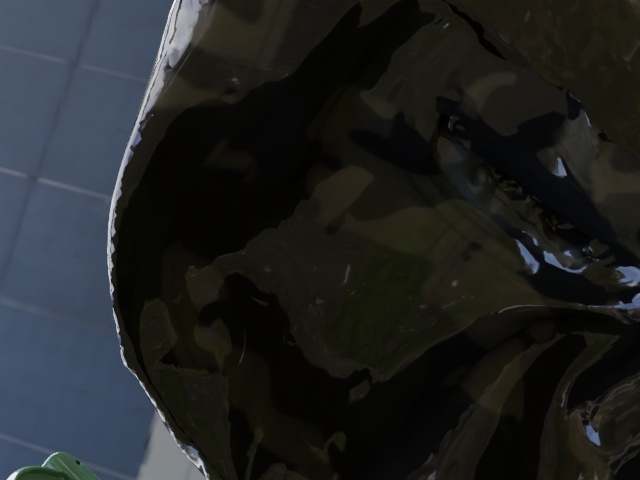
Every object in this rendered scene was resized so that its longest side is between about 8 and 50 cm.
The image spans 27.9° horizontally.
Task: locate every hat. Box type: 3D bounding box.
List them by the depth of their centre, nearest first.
[{"bbox_3d":[0.104,-0.021,0.635,0.257,0.366,0.382,-38,4,30],"label":"hat"}]

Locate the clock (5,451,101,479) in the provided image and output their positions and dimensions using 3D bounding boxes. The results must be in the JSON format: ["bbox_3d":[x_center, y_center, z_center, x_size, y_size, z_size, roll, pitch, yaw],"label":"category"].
[{"bbox_3d":[-0.258,0.281,1.247,0.060,0.148,0.188,-53,-15,14],"label":"clock"}]
